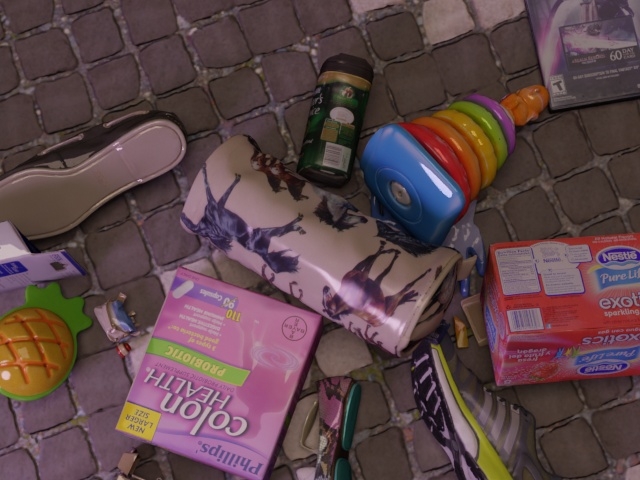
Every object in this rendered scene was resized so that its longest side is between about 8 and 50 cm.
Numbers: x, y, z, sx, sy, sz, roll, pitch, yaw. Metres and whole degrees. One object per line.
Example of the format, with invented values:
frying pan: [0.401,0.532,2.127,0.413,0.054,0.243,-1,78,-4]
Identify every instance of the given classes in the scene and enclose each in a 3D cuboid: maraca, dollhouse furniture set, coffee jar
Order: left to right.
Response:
maraca: [-0.399,0.141,1.900,0.127,0.099,0.185,33,57,-7]
dollhouse furniture set: [-0.242,0.337,1.842,0.081,0.114,0.091,25,77,2]
coffee jar: [0.022,-0.175,1.959,0.079,0.096,0.184,15,77,-7]

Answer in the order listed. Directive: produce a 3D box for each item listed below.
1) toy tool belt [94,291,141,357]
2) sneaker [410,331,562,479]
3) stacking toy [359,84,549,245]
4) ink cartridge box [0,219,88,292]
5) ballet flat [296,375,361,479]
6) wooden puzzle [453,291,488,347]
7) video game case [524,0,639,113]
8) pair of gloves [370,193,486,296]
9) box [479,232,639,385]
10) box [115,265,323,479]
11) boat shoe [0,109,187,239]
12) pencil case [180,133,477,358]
toy tool belt: [-0.281,0.119,1.923,0.051,0.052,0.083,-32,79,3]
sneaker: [0.223,0.247,1.868,0.121,0.111,0.300,-21,77,-23]
stacking toy: [0.218,-0.144,1.923,0.302,0.175,0.166,-36,76,-24]
ink cartridge box: [-0.505,0.039,1.888,0.333,0.165,0.065,-11,76,-2]
ballet flat: [0.009,0.296,1.872,0.079,0.077,0.221,-1,71,20]
wooden puzzle: [0.243,0.108,1.933,0.116,0.014,0.078,-15,82,-2]
video game case: [0.411,-0.336,2.025,0.196,0.026,0.274,-10,78,-1]
pair of gloves: [0.142,0.001,1.955,0.198,0.023,0.159,5,76,2]
box: [0.379,0.090,1.839,0.300,0.142,0.154,-5,56,-4]
box: [-0.135,0.188,1.870,0.214,0.117,0.243,19,79,6]
boat shoe: [-0.349,-0.095,1.964,0.335,0.095,0.112,-24,113,0]
pencil case: [0.000,0.000,1.851,0.410,0.160,0.183,30,36,21]
